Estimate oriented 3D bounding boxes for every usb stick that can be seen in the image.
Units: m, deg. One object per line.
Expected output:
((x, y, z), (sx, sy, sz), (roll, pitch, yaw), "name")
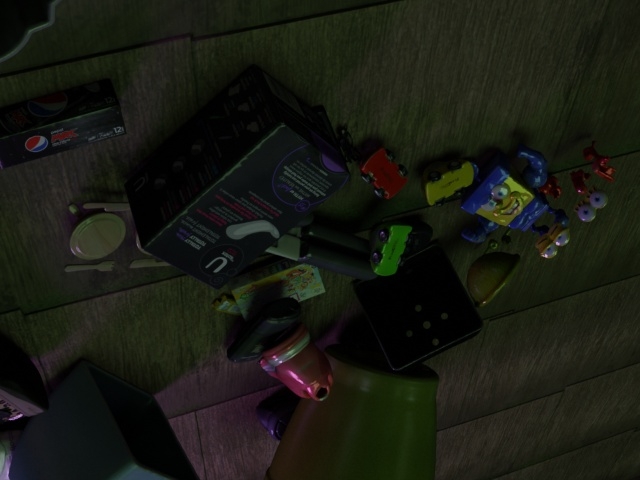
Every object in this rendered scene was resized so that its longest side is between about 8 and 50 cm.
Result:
((-0.106, 0.166, 1.819), (0.077, 0.045, 0.278), (-16, 165, -25), "usb stick")

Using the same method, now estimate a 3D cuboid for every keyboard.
((0.010, -0.135, 1.562), (0.100, 0.038, 0.192), (-26, 147, 1), "keyboard")

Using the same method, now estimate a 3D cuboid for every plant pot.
((0.084, 0.404, 2.022), (0.367, 0.366, 0.352), (10, 97, -40), "plant pot")
((0.197, 0.146, 1.944), (0.188, 0.188, 0.167), (-27, 157, 3), "plant pot")
((-0.408, 0.415, 1.818), (0.252, 0.248, 0.247), (-40, 145, 3), "plant pot")

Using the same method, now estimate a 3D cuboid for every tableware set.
((-0.294, -0.016, 1.534), (0.194, 0.039, 0.128), (-2, 129, -39), "tableware set")

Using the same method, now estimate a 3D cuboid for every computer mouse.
((0.084, 0.005, 1.806), (0.242, 0.041, 0.071), (-10, 144, -9), "computer mouse")

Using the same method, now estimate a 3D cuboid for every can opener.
((0.000, 0.000, 1.660), (0.284, 0.075, 0.095), (17, 157, -35), "can opener")

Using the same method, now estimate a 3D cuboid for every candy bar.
((-0.129, 0.125, 1.844), (0.161, 0.018, 0.040), (16, 125, -44), "candy bar")

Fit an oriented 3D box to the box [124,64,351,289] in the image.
((-0.120, -0.085, 1.430), (0.270, 0.143, 0.165), (-40, 136, 16), "box")

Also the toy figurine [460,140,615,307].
((0.315, -0.072, 1.796), (0.217, 0.191, 0.362), (30, 124, -17), "toy figurine")

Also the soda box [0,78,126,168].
((-0.342, -0.151, 1.304), (0.169, 0.053, 0.060), (-18, 145, -11), "soda box")

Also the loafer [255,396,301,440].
((-0.005, 0.370, 2.214), (0.303, 0.095, 0.109), (1, 109, -39), "loafer")

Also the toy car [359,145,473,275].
((0.129, -0.049, 1.689), (0.239, 0.053, 0.224), (4, 114, -36), "toy car")

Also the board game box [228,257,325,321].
((-0.075, 0.080, 1.776), (0.154, 0.026, 0.103), (-21, 142, -2), "board game box")

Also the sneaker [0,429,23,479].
((-0.569, 0.455, 1.929), (0.152, 0.114, 0.305), (-21, 146, -5), "sneaker")

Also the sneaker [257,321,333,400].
((-0.039, 0.247, 1.887), (0.116, 0.136, 0.314), (-36, 172, -5), "sneaker")

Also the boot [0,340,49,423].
((-0.632, 0.235, 1.582), (0.284, 0.138, 0.377), (-26, 152, 2), "boot")

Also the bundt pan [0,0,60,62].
((-0.408, -0.314, 0.980), (0.331, 0.124, 0.330), (-17, 145, -12), "bundt pan")
